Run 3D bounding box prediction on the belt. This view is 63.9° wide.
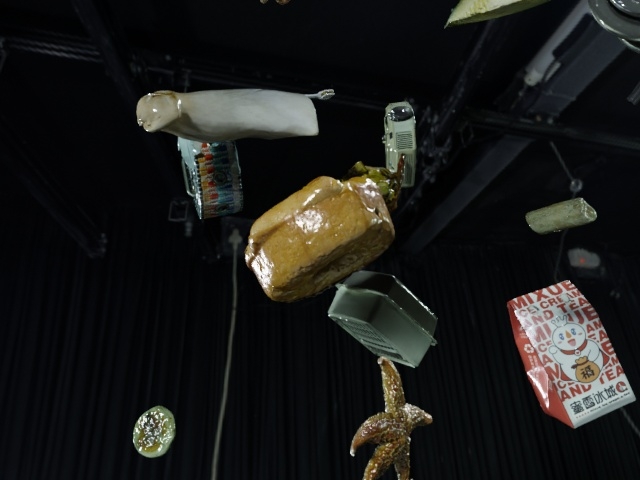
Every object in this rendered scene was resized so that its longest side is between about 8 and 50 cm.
[{"bbox_3d":[-0.298,-0.193,1.405,0.150,0.257,0.207,-12,12,-19],"label":"belt"}]

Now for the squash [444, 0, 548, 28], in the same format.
[{"bbox_3d":[0.375,-0.458,1.000,0.093,0.169,0.252,-13,-21,-30],"label":"squash"}]

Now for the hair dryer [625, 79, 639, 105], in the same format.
[{"bbox_3d":[0.465,-0.222,0.716,0.083,0.031,0.079,-7,-42,-52],"label":"hair dryer"}]

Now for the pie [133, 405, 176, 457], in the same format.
[{"bbox_3d":[-0.285,0.331,0.885,0.085,0.085,0.017,-9,-31,13],"label":"pie"}]

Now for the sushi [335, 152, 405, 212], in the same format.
[{"bbox_3d":[0.113,-0.124,1.376,0.297,0.166,0.179,-15,-34,-11],"label":"sushi"}]

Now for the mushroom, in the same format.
[{"bbox_3d":[-0.215,-0.289,1.193,0.397,0.177,0.126,-3,-72,-14],"label":"mushroom"}]

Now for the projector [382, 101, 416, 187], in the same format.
[{"bbox_3d":[0.238,-0.307,1.558,0.088,0.269,0.193,-2,-46,4],"label":"projector"}]

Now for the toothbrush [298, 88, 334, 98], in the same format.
[{"bbox_3d":[-0.091,-0.389,1.402,0.342,0.025,0.030,-18,1,-39],"label":"toothbrush"}]

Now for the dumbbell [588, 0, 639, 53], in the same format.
[{"bbox_3d":[0.517,-0.380,0.759,0.192,0.192,0.290,-27,-12,39],"label":"dumbbell"}]

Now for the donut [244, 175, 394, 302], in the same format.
[{"bbox_3d":[0.000,0.000,1.071,0.299,0.150,0.317,-17,-24,-30],"label":"donut"}]

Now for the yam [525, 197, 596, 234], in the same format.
[{"bbox_3d":[0.358,-0.035,0.771,0.043,0.043,0.094,19,-27,-34],"label":"yam"}]

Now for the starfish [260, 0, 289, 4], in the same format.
[{"bbox_3d":[-0.104,-0.439,0.849,0.150,0.053,0.210,-12,8,27],"label":"starfish"}]

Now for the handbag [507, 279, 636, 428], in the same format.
[{"bbox_3d":[0.551,0.250,1.171,0.171,0.298,0.151,-24,-2,-3],"label":"handbag"}]

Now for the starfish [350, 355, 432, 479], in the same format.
[{"bbox_3d":[0.112,0.294,0.798,0.043,0.240,0.227,-4,10,34],"label":"starfish"}]

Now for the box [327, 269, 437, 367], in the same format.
[{"bbox_3d":[0.182,0.218,1.452,0.290,0.166,0.221,43,-21,-31],"label":"box"}]
